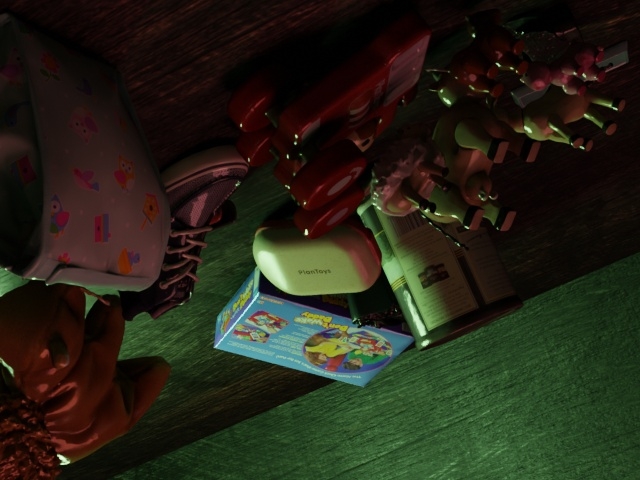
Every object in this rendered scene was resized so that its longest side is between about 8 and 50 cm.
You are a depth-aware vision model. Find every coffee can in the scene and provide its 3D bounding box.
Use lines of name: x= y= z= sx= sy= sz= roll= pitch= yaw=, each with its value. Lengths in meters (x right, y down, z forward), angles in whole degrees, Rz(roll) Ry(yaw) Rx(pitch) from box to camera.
coffee can: x=0.210 y=0.031 z=2.024 sx=0.202 sy=0.275 sz=0.201 roll=-22 pitch=170 yaw=-4

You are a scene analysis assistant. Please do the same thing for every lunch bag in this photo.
lunch bag: x=-0.277 y=-0.067 z=1.191 sx=0.160 sy=0.262 sz=0.223 roll=-25 pitch=164 yaw=18

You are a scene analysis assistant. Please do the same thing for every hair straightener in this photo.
hair straightener: x=-0.222 y=-0.006 z=1.846 sx=0.230 sy=0.047 sz=0.089 roll=-28 pitch=162 yaw=29

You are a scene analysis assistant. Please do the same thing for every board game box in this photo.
board game box: x=-0.011 y=0.176 z=2.325 sx=0.347 sy=0.078 sz=0.233 roll=17 pitch=141 yaw=-20

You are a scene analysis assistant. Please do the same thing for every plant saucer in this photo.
plant saucer: x=0.393 y=-0.257 z=1.798 sx=0.192 sy=0.018 sz=0.067 roll=-22 pitch=164 yaw=13

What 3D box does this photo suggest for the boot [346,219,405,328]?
boot: x=0.127 y=0.063 z=2.197 sx=0.246 sy=0.207 sz=0.094 roll=-5 pitch=159 yaw=-43

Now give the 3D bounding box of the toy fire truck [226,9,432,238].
toy fire truck: x=0.032 y=-0.156 z=1.489 sx=0.254 sy=0.169 sz=0.302 roll=-36 pitch=167 yaw=-9

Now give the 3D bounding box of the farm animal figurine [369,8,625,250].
farm animal figurine: x=0.221 y=-0.156 z=1.531 sx=0.330 sy=0.172 sz=0.326 roll=22 pitch=100 yaw=-48

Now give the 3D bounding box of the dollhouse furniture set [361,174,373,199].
dollhouse furniture set: x=0.053 y=-0.099 z=1.910 sx=0.152 sy=0.058 sz=0.076 roll=-32 pitch=165 yaw=-34

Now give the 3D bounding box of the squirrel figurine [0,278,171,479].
squirrel figurine: x=-0.450 y=0.229 z=1.784 sx=0.397 sy=0.281 sz=0.370 roll=-58 pitch=171 yaw=-22

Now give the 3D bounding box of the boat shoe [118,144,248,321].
boat shoe: x=-0.200 y=-0.001 z=1.688 sx=0.127 sy=0.158 sz=0.340 roll=-5 pitch=159 yaw=-41

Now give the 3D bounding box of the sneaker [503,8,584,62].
sneaker: x=0.319 y=-0.275 z=1.599 sx=0.089 sy=0.051 sz=0.170 roll=-24 pitch=159 yaw=16

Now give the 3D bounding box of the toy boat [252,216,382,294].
toy boat: x=0.000 y=0.000 z=1.986 sx=0.231 sy=0.151 sz=0.151 roll=-4 pitch=132 yaw=25
